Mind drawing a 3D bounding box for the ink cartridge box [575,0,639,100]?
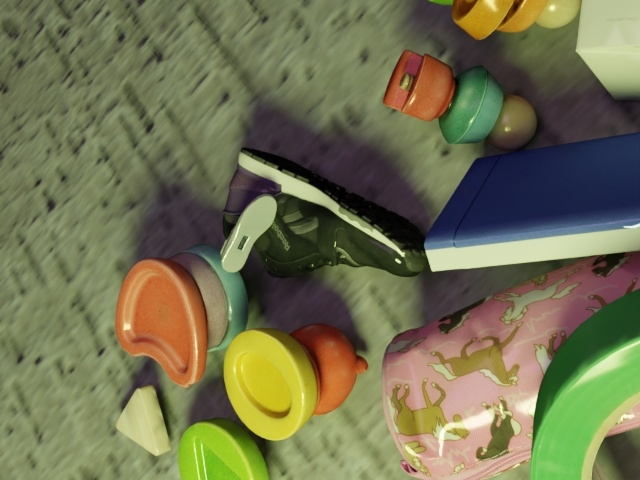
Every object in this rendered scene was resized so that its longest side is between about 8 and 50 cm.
[{"bbox_3d":[0.322,-0.260,0.978,0.092,0.160,0.219,4,81,31],"label":"ink cartridge box"}]

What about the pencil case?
[{"bbox_3d":[0.245,0.111,0.945,0.386,0.167,0.160,-22,107,24],"label":"pencil case"}]

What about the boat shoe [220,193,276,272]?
[{"bbox_3d":[-0.084,-0.012,1.135,0.100,0.035,0.035,-61,26,14],"label":"boat shoe"}]

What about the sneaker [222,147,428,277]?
[{"bbox_3d":[0.000,0.000,1.148,0.283,0.107,0.124,30,104,38],"label":"sneaker"}]

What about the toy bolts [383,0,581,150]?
[{"bbox_3d":[0.188,-0.196,1.023,0.218,0.158,0.228,-114,46,-69],"label":"toy bolts"}]

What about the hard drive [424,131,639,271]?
[{"bbox_3d":[0.278,-0.048,0.943,0.318,0.210,0.040,-7,113,28],"label":"hard drive"}]

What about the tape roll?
[{"bbox_3d":[0.334,0.179,0.816,0.321,0.077,0.321,6,118,11],"label":"tape roll"}]

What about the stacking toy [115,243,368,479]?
[{"bbox_3d":[-0.103,0.165,1.184,0.309,0.130,0.279,34,122,33],"label":"stacking toy"}]
